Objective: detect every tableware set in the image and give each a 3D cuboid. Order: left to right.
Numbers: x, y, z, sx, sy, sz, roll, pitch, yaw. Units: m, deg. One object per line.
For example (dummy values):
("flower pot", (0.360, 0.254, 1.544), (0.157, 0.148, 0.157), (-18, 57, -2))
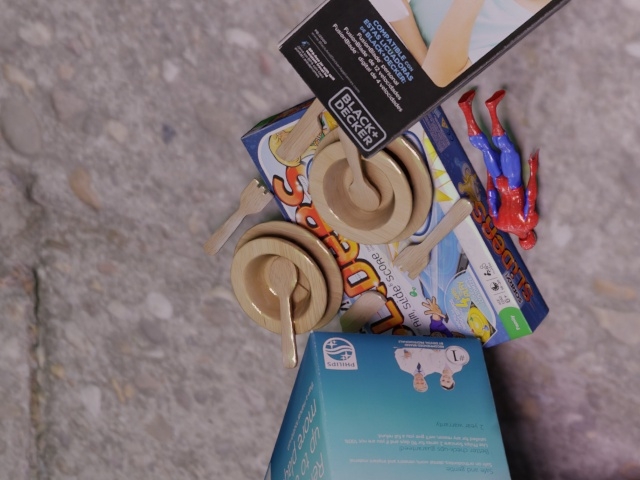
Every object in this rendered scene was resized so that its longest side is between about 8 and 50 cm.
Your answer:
("tableware set", (0.000, 0.000, 1.147), (0.128, 0.039, 0.194), (43, 128, 3))

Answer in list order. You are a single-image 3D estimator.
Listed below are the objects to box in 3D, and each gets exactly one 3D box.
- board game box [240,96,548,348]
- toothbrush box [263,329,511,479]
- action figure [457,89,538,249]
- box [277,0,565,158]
("board game box", (0.050, -0.011, 1.161), (0.136, 0.035, 0.201), (-22, 103, 36))
("toothbrush box", (0.046, 0.239, 1.107), (0.126, 0.295, 0.216), (2, 138, -14))
("action figure", (0.121, -0.044, 1.108), (0.038, 0.030, 0.115), (1, 120, 35))
("box", (0.127, -0.178, 0.946), (0.290, 0.169, 0.087), (-37, 91, 39))
